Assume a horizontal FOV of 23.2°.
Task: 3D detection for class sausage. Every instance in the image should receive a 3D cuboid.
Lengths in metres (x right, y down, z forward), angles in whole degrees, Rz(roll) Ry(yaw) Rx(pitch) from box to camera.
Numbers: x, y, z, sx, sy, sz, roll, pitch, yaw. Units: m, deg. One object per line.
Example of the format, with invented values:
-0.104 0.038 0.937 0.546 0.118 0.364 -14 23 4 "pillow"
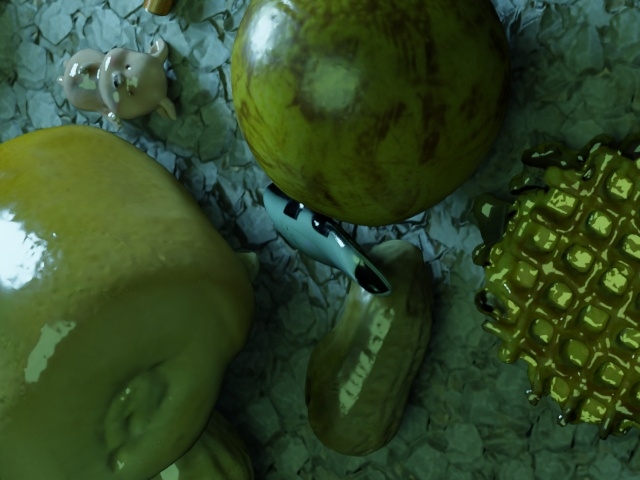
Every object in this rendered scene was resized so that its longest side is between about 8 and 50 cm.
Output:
-0.160 -0.296 1.692 0.031 0.031 0.107 31 111 19 "sausage"

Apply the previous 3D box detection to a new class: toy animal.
-0.228 -0.178 1.729 0.150 0.089 0.083 10 125 22 "toy animal"

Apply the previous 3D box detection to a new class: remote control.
0.002 -0.001 1.572 0.045 0.256 0.097 -46 116 -4 "remote control"

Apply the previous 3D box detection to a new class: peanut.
-0.127 0.300 1.731 0.147 0.147 0.305 -22 90 29 "peanut"
0.051 0.110 1.619 0.110 0.120 0.236 13 103 -12 "peanut"

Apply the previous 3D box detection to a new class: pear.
0.047 -0.146 1.480 0.281 0.281 0.280 5 102 26 "pear"

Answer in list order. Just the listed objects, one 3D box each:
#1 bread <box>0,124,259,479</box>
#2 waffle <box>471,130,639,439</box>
-0.277 0.067 1.642 0.348 0.253 0.376 -54 39 13 "bread"
0.290 0.039 1.505 0.329 0.062 0.329 6 103 28 "waffle"
